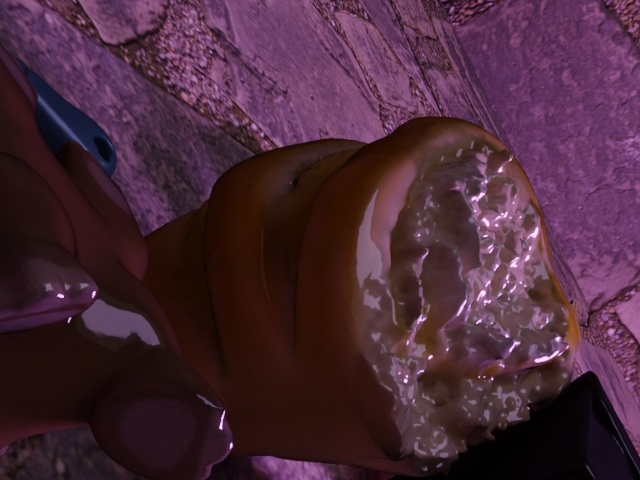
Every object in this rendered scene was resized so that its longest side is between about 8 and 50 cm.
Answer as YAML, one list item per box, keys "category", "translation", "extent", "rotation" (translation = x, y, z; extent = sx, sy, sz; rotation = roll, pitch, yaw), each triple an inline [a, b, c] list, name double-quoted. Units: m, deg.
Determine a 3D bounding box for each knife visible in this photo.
- category: "knife"
  translation: [-0.216, -0.118, 1.041]
  extent: [0.244, 0.032, 0.058]
  rotation: [47, 30, -33]

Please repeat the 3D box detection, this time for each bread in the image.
- category: "bread"
  translation: [0.017, 0.024, 1.096]
  extent: [0.316, 0.270, 0.211]
  rotation: [-14, 104, -55]

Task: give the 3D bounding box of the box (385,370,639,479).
- category: "box"
  translation: [0.154, 0.313, 1.105]
  extent: [0.345, 0.251, 0.204]
  rotation: [61, 16, -3]

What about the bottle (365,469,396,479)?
- category: "bottle"
  translation: [0.119, 0.195, 1.430]
  extent: [0.120, 0.120, 0.253]
  rotation: [65, 15, 9]

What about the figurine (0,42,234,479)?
- category: "figurine"
  translation: [-0.167, 0.026, 0.680]
  extent: [0.177, 0.173, 0.247]
  rotation: [52, 3, -47]
